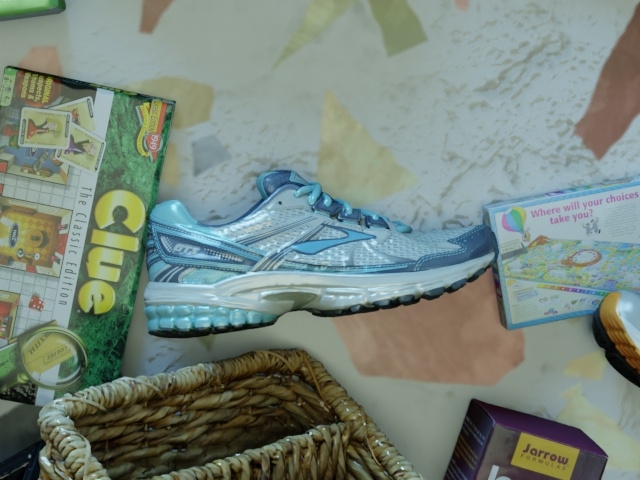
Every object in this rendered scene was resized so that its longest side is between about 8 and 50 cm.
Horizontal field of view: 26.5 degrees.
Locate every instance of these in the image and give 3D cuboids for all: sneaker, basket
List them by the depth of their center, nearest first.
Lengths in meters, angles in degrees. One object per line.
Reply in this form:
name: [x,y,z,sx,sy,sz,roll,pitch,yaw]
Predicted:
basket: [-0.036,0.215,0.962,0.213,0.299,0.223,11,99,36]
sneaker: [0.000,0.000,1.056,0.283,0.110,0.122,-8,87,-9]
sneaker: [0.341,0.101,1.119,0.262,0.099,0.121,36,85,-17]

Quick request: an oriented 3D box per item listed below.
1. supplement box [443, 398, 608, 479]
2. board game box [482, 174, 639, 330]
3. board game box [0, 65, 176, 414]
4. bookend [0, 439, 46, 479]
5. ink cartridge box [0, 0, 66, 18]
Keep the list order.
supplement box: [0.149,0.238,1.115,0.104,0.081,0.188,17,95,-8]
board game box: [0.217,0.008,1.118,0.154,0.026,0.103,-10,99,-5]
board game box: [-0.205,0.003,1.072,0.136,0.030,0.259,11,97,-9]
bookend: [-0.268,0.239,1.034,0.157,0.156,0.072,-29,100,0]
ink cartridge box: [-0.304,-0.288,0.977,0.198,0.115,0.272,-8,99,-5]
